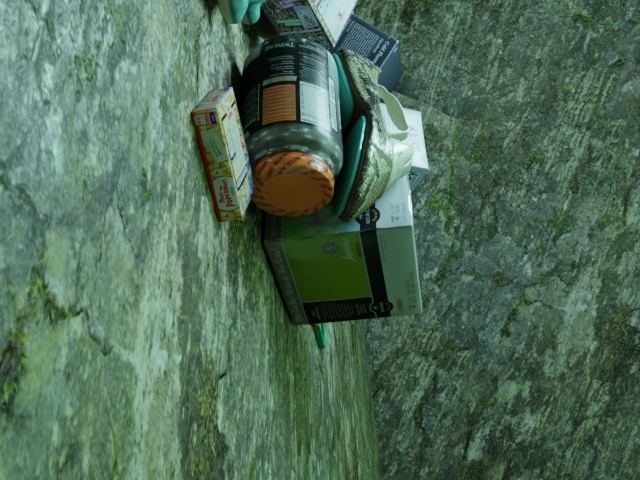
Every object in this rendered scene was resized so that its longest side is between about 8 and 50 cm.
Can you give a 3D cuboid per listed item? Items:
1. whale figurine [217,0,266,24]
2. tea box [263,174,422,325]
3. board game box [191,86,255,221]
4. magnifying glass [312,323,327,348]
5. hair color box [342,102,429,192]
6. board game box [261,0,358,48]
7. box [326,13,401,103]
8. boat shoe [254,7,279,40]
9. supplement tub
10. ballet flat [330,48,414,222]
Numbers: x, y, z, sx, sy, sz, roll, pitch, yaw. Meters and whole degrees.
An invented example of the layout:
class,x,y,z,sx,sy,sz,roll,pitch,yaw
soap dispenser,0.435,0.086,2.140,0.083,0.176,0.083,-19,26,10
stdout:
class,x,y,z,sx,sy,sz,roll,pitch,yaw
whale figurine,-0.139,-0.523,1.423,0.272,0.141,0.216,-87,168,-51
tea box,0.060,0.010,1.703,0.329,0.323,0.220,76,10,-49
board game box,-0.161,-0.149,1.255,0.147,0.045,0.194,-80,161,-65
magnifying glass,-0.007,0.245,2.120,0.231,0.026,0.092,67,17,-61
hair color box,0.059,-0.243,1.751,0.113,0.374,0.185,122,-29,-53
board game box,-0.043,-0.625,1.691,0.291,0.141,0.232,54,51,-44
box,0.047,-0.507,2.043,0.179,0.312,0.343,-58,171,1
boat shoe,-0.114,-0.629,1.851,0.098,0.109,0.302,137,-41,-71
supplement tub,-0.060,-0.229,1.481,0.207,0.207,0.338,72,14,-55
ballet flat,0.112,-0.232,1.587,0.164,0.182,0.483,119,-26,-47
